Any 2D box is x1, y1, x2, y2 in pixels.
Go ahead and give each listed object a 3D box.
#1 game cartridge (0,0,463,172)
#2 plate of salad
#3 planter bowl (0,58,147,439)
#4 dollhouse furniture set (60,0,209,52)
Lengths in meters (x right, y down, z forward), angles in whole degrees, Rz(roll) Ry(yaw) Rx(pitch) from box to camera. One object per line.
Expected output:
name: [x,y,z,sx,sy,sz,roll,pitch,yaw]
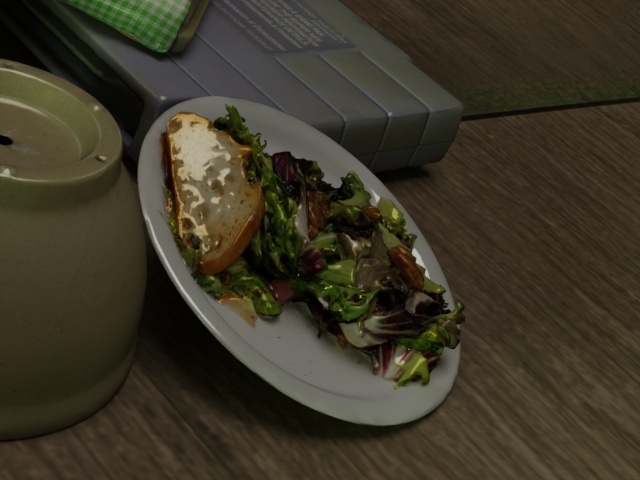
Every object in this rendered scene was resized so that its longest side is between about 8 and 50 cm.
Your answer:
game cartridge: [-0.098,-0.151,0.884,0.230,0.068,0.355,-7,41,-46]
plate of salad: [0.000,0.000,0.675,0.200,0.048,0.200,29,36,-24]
planter bowl: [-0.144,-0.010,0.581,0.162,0.109,0.162,17,30,-10]
dollhouse furniture set: [-0.128,-0.268,0.836,0.197,0.151,0.301,20,32,-6]
